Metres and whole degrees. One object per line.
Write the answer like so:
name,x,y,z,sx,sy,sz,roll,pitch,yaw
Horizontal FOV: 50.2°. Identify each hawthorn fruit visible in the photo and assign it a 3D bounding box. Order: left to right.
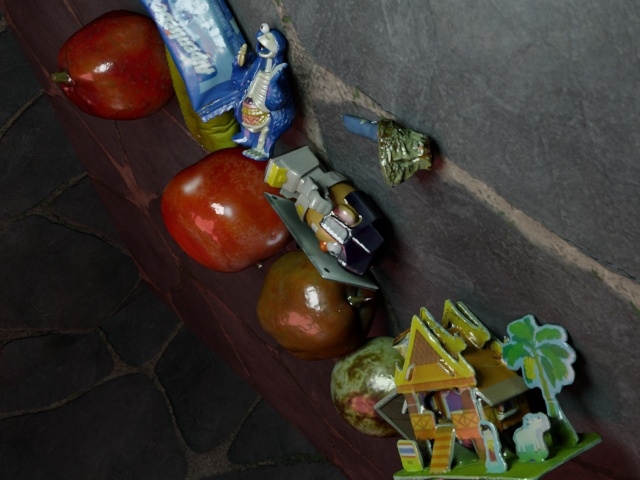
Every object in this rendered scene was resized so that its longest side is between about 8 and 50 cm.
hawthorn fruit,-0.492,-0.408,1.629,0.265,0.307,0.265,18,119,35
hawthorn fruit,0.004,0.144,1.573,0.301,0.268,0.268,-14,113,53

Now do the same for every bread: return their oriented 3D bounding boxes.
bread,-0.276,-0.350,1.561,0.166,0.112,0.383,41,155,23

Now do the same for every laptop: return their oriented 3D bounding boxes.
laptop,0.000,0.000,1.439,0.187,0.015,0.269,15,-149,-49

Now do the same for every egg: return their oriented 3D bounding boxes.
egg,0.162,0.348,1.613,0.289,0.238,0.238,5,131,37

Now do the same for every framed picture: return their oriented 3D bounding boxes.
framed picture,0.255,0.380,1.497,0.250,0.184,0.016,46,-172,-27

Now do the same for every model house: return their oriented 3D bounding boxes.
model house,0.279,0.259,1.235,0.357,0.242,0.313,-23,82,53

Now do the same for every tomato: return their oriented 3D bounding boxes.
tomato,-0.207,-0.070,1.619,0.290,0.293,0.325,59,161,-13

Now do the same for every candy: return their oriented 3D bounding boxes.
candy,-0.233,-0.411,1.351,0.077,0.187,0.331,-83,-30,-63

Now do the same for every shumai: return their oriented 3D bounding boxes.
shumai,0.143,-0.150,1.124,0.099,0.087,0.124,56,-151,-59

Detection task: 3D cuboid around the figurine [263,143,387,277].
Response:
figurine,0.025,-0.060,1.378,0.308,0.143,0.308,32,-161,-12

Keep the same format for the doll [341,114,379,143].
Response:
doll,0.078,-0.203,1.229,0.125,0.027,0.037,32,149,45

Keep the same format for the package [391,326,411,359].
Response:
package,0.224,0.240,1.495,0.121,0.108,0.031,52,149,1

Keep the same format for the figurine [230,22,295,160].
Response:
figurine,-0.103,-0.286,1.321,0.164,0.120,0.262,54,141,31

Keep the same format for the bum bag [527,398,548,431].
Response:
bum bag,0.376,0.331,1.392,0.248,0.069,0.102,29,-177,41

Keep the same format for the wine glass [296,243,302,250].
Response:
wine glass,-0.005,0.083,1.756,0.066,0.066,0.198,19,141,53
